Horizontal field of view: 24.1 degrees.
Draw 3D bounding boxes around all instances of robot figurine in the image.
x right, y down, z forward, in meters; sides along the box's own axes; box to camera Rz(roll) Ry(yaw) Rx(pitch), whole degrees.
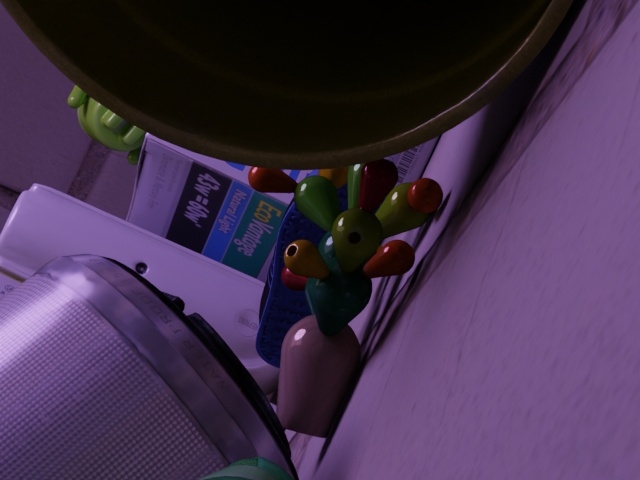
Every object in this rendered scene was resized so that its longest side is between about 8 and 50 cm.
[{"bbox_3d":[-0.206,-0.127,1.515,0.067,0.101,0.115,-51,26,-6],"label":"robot figurine"}]

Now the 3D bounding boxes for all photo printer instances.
[{"bbox_3d":[-0.170,0.068,1.496,0.256,0.307,0.107,134,160,-73],"label":"photo printer"}]

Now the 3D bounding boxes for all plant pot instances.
[{"bbox_3d":[0.025,-0.275,0.866,0.366,0.366,0.353,-64,-9,33],"label":"plant pot"}]

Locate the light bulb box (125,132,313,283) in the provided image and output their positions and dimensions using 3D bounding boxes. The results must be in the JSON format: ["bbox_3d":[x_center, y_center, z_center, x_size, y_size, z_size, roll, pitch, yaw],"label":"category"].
[{"bbox_3d":[-0.040,-0.129,1.613,0.358,0.225,0.361,121,174,-64],"label":"light bulb box"}]

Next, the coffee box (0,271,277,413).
[{"bbox_3d":[-0.270,0.277,1.290,0.338,0.338,0.334,120,174,-49],"label":"coffee box"}]

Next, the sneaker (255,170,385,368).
[{"bbox_3d":[0.000,0.000,1.226,0.090,0.081,0.232,-80,12,-50],"label":"sneaker"}]

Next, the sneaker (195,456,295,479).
[{"bbox_3d":[-0.058,0.203,0.675,0.123,0.109,0.295,-32,-24,-35],"label":"sneaker"}]

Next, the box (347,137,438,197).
[{"bbox_3d":[0.008,-0.129,1.087,0.038,0.186,0.145,-78,12,-77],"label":"box"}]

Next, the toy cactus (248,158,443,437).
[{"bbox_3d":[0.002,0.029,0.932,0.219,0.112,0.181,172,113,-77],"label":"toy cactus"}]

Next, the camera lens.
[{"bbox_3d":[-0.164,0.158,0.839,0.274,0.219,0.219,-39,-7,-20],"label":"camera lens"}]
